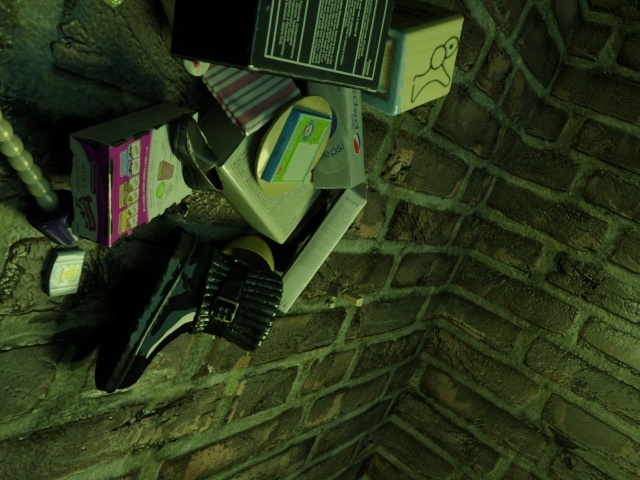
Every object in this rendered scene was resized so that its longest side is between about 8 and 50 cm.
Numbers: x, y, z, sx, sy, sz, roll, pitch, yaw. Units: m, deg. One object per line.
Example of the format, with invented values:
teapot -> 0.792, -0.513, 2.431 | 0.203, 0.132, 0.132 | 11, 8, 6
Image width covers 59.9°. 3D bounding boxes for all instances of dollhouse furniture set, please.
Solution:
dollhouse furniture set -> 0.090, 0.179, 1.736 | 0.081, 0.114, 0.090 | -26, 133, -52

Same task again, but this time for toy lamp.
toy lamp -> -0.405, -0.097, 0.761 | 0.080, 0.080, 0.274 | -45, 144, -26

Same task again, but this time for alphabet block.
alphabet block -> 0.171, -0.416, 1.236 | 0.197, 0.193, 0.192 | -28, 139, -34

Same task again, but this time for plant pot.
plant pot -> -0.159, 0.043, 1.231 | 0.095, 0.134, 0.134 | -74, 172, -54

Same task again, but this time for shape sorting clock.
shape sorting clock -> -0.050, -0.179, 1.049 | 0.206, 0.040, 0.206 | -47, 159, -25

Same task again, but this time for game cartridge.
game cartridge -> -0.426, 0.054, 0.921 | 0.056, 0.017, 0.083 | -6, 120, -51

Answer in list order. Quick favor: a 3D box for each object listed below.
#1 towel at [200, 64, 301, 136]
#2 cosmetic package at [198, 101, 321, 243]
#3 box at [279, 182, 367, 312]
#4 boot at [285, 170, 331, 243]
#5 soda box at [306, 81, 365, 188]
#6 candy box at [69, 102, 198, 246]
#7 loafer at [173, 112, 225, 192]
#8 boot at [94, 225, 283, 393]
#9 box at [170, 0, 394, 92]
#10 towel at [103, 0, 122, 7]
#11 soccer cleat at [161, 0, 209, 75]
towel -> -0.133, -0.292, 0.945 | 0.144, 0.029, 0.197 | -43, 105, -27
cosmetic package -> -0.124, -0.139, 1.122 | 0.160, 0.113, 0.309 | -54, 149, -13
box -> 0.000, 0.000, 1.328 | 0.322, 0.058, 0.232 | -53, -176, 13
boot -> -0.008, -0.117, 1.323 | 0.305, 0.115, 0.112 | -53, 148, -15
soda box -> 0.032, -0.257, 1.176 | 0.098, 0.091, 0.286 | -35, 124, -63
candy box -> -0.284, -0.112, 0.866 | 0.233, 0.071, 0.159 | -50, 156, -60
loafer -> -0.194, -0.139, 0.906 | 0.170, 0.061, 0.062 | 86, 24, -62
boot -> -0.244, 0.171, 1.078 | 0.260, 0.131, 0.347 | 34, 85, -31
box -> -0.038, -0.388, 0.811 | 0.294, 0.183, 0.296 | -8, 113, -49
towel -> -0.265, -0.386, 0.729 | 0.148, 0.027, 0.110 | -42, 156, 15
soccer cleat -> -0.207, -0.351, 0.842 | 0.068, 0.076, 0.196 | -44, 144, -40
